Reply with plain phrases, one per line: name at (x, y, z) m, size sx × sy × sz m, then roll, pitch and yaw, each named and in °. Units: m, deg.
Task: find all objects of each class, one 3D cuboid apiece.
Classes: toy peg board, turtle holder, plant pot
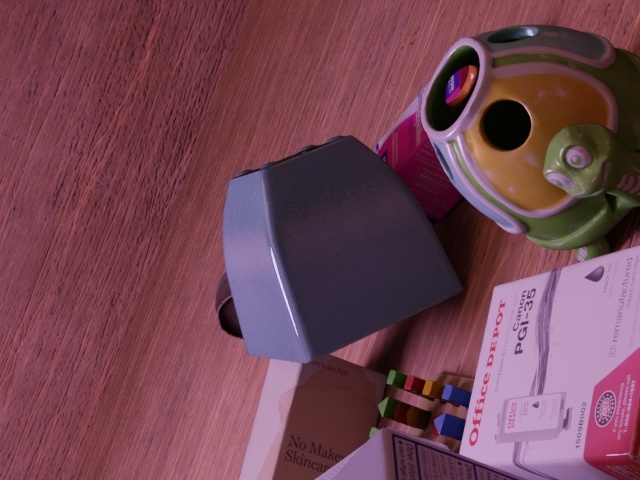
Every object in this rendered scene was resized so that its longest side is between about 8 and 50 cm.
toy peg board at (0.125, 0.236, 1.458) m, size 0.160 × 0.079 × 0.161 m, roll -4°, pitch 66°, yaw 69°
turtle holder at (0.239, -0.102, 1.287) m, size 0.243 × 0.227 × 0.320 m, roll -51°, pitch 25°, yaw 38°
plant pot at (0.000, 0.000, 1.623) m, size 0.247 × 0.248 × 0.252 m, roll -5°, pitch 107°, yaw 68°

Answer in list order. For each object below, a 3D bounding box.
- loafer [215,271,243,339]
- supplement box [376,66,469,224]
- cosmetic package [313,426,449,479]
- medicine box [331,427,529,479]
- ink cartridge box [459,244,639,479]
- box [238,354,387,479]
loafer at (-0.087, 0.098, 2.072) m, size 0.366 × 0.133 × 0.130 m, roll -43°, pitch 32°, yaw 51°
supplement box at (0.178, -0.143, 1.664) m, size 0.220 × 0.114 × 0.111 m, roll -48°, pitch 27°, yaw 40°
cosmetic package at (0.070, 0.321, 1.291) m, size 0.183 × 0.151 × 0.151 m, roll -33°, pitch 11°, yaw -18°
medicine box at (0.142, 0.338, 0.992) m, size 0.149 × 0.289 × 0.263 m, roll -52°, pitch 25°, yaw 33°
ink cartridge box at (0.265, 0.133, 1.137) m, size 0.283 × 0.117 × 0.207 m, roll -25°, pitch 47°, yaw 62°
box at (-0.023, 0.319, 1.665) m, size 0.121 × 0.148 × 0.311 m, roll -25°, pitch 48°, yaw 61°
